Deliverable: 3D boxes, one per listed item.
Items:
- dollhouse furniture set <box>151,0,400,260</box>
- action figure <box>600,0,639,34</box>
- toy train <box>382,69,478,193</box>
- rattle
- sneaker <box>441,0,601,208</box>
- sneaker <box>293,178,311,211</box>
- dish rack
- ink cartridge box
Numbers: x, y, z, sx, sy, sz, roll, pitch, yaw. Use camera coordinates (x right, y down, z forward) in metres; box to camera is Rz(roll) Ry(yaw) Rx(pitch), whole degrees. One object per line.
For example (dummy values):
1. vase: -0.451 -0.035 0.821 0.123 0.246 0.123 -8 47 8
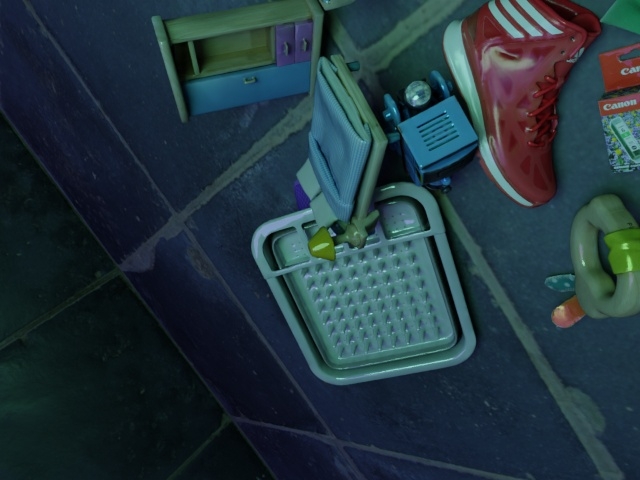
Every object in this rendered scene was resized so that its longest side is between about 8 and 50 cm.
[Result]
1. dollhouse furniture set: -0.052 -0.148 0.503 0.286 0.198 0.303 99 152 -63
2. action figure: 0.349 -0.149 0.322 0.232 0.063 0.137 47 143 12
3. toy train: 0.122 -0.112 0.522 0.184 0.080 0.105 32 -145 -76
4. rattle: 0.350 0.029 0.511 0.199 0.143 0.130 69 176 -48
5. sneaker: 0.218 -0.140 0.455 0.128 0.087 0.221 -15 111 53
6. sneaker: 0.000 0.000 0.800 0.095 0.104 0.236 8 126 45
7. dish rack: 0.074 0.074 0.732 0.286 0.072 0.333 -16 113 16
8. ink cartridge box: 0.300 -0.123 0.427 0.063 0.029 0.115 -1 121 48
